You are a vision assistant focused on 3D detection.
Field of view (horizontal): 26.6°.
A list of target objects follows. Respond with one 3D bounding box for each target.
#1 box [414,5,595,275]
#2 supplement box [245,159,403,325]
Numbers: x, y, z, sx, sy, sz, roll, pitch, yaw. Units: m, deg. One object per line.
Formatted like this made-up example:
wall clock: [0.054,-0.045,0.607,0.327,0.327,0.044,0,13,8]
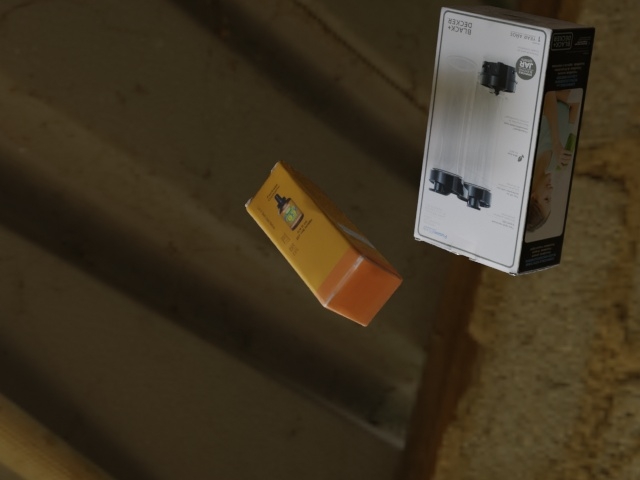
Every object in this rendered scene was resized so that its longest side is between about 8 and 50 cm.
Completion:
box: [0.213,-0.122,1.600,0.087,0.169,0.290,-10,-68,-43]
supplement box: [0.000,0.000,1.590,0.080,0.233,0.078,28,-75,-41]
